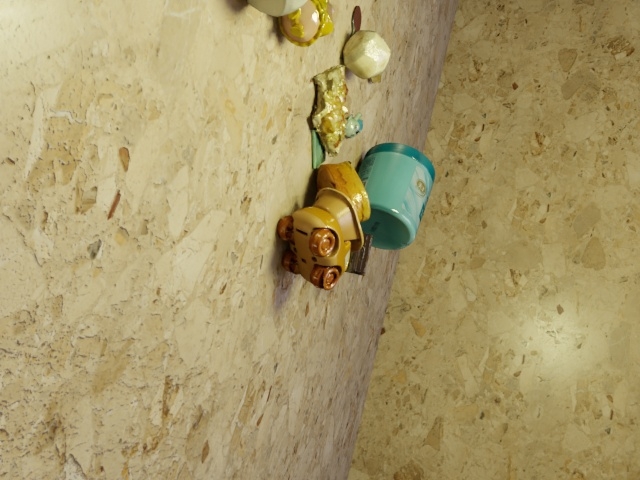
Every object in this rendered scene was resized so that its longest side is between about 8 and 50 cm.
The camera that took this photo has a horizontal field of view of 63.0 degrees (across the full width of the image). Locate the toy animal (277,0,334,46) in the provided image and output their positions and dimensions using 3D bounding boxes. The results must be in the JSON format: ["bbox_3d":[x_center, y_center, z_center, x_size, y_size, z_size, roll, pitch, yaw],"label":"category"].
[{"bbox_3d":[-0.039,-0.609,1.425,0.230,0.155,0.156,-64,157,-61],"label":"toy animal"}]

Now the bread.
[{"bbox_3d":[0.069,-0.156,1.802,0.196,0.142,0.270,86,-18,-47],"label":"bread"}]

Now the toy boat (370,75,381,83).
[{"bbox_3d":[0.224,-0.747,2.180,0.206,0.064,0.072,79,11,-49],"label":"toy boat"}]

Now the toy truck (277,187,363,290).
[{"bbox_3d":[0.000,0.000,1.658,0.211,0.204,0.288,-34,132,-33],"label":"toy truck"}]

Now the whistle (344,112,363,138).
[{"bbox_3d":[0.130,-0.447,2.049,0.114,0.077,0.235,-67,169,23],"label":"whistle"}]

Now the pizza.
[{"bbox_3d":[0.045,-0.455,1.771,0.223,0.089,0.324,2,92,-70],"label":"pizza"}]

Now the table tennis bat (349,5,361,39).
[{"bbox_3d":[0.131,-0.804,1.959,0.095,0.014,0.158,53,48,-66],"label":"table tennis bat"}]

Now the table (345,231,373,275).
[{"bbox_3d":[0.093,0.037,2.035,0.193,0.172,0.169,21,80,-70],"label":"table"}]

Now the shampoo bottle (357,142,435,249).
[{"bbox_3d":[0.290,-0.183,2.240,0.331,0.330,0.343,71,36,-53],"label":"shampoo bottle"}]

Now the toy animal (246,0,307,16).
[{"bbox_3d":[-0.015,-0.675,1.204,0.368,0.241,0.196,-51,153,-26],"label":"toy animal"}]

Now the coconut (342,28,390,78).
[{"bbox_3d":[0.175,-0.671,1.899,0.162,0.161,0.161,32,66,-33],"label":"coconut"}]

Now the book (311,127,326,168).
[{"bbox_3d":[-0.004,-0.331,1.816,0.103,0.017,0.135,-47,142,-55],"label":"book"}]
